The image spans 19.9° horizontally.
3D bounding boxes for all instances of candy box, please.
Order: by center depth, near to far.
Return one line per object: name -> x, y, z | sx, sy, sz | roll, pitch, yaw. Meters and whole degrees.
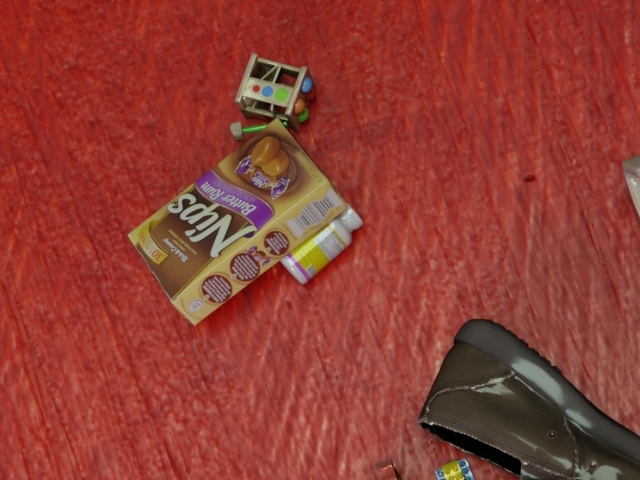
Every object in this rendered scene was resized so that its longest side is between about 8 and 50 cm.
candy box -> -0.080, -0.018, 1.729 | 0.187, 0.053, 0.109 | -39, 49, 1

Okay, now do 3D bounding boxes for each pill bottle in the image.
pill bottle -> 0.000, 0.000, 1.737 | 0.083, 0.043, 0.043 | -41, 71, -4

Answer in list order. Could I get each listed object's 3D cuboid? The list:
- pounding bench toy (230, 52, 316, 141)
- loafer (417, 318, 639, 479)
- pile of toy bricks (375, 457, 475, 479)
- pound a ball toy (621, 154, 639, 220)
pounding bench toy -> -0.045, -0.129, 1.779 | 0.065, 0.052, 0.083 | 16, 77, 14
loafer -> 0.231, 0.223, 1.590 | 0.366, 0.134, 0.130 | 38, 79, 28
pile of toy bricks -> 0.127, 0.277, 1.601 | 0.118, 0.105, 0.212 | -23, 71, 2
pound a ball toy -> 0.415, -0.017, 1.644 | 0.319, 0.136, 0.208 | -22, 97, 3
